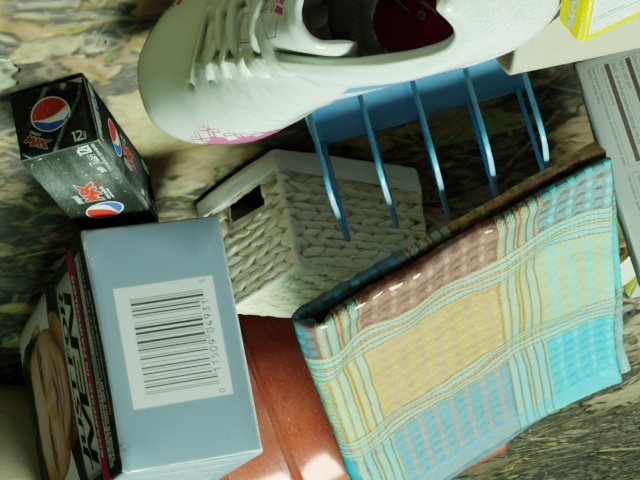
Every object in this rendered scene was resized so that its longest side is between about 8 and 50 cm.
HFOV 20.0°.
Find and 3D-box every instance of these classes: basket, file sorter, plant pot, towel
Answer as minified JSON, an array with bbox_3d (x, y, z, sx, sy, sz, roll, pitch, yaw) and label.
[{"bbox_3d":[0.000,0.000,1.489,0.167,0.103,0.113,5,153,-41],"label":"basket"},{"bbox_3d":[0.078,-0.079,1.343,0.170,0.104,0.118,-15,158,3],"label":"file sorter"},{"bbox_3d":[0.019,0.151,1.694,0.265,0.272,0.272,-21,159,-3],"label":"plant pot"},{"bbox_3d":[0.126,0.087,1.449,0.271,0.040,0.370,-30,150,-7],"label":"towel"}]

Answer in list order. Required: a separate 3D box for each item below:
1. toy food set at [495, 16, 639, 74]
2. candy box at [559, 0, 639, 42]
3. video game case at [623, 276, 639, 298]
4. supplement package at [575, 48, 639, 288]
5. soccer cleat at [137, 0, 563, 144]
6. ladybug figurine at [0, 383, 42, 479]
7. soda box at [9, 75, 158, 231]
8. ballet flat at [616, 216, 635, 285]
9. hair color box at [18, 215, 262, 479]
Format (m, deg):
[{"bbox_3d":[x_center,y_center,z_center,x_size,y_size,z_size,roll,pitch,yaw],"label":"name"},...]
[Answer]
[{"bbox_3d":[0.219,-0.227,1.115,0.219,0.092,0.306,-12,150,-6],"label":"toy food set"},{"bbox_3d":[0.225,-0.189,0.998,0.206,0.027,0.105,-26,146,-18],"label":"candy box"},{"bbox_3d":[0.453,-0.025,1.803,0.274,0.035,0.248,-11,158,-7],"label":"video game case"},{"bbox_3d":[0.317,-0.028,1.480,0.145,0.204,0.262,-18,158,8],"label":"supplement package"},{"bbox_3d":[-0.014,-0.131,1.072,0.331,0.116,0.143,-15,179,39],"label":"soccer cleat"},{"bbox_3d":[-0.338,0.266,1.849,0.305,0.162,0.449,-3,157,-20],"label":"ladybug figurine"},{"bbox_3d":[-0.169,-0.056,1.314,0.060,0.053,0.169,-15,158,5],"label":"soda box"},{"bbox_3d":[0.254,0.026,1.752,0.080,0.073,0.232,-2,156,-27],"label":"ballet flat"},{"bbox_3d":[-0.160,0.121,1.496,0.113,0.185,0.374,-7,167,-18],"label":"hair color box"}]
